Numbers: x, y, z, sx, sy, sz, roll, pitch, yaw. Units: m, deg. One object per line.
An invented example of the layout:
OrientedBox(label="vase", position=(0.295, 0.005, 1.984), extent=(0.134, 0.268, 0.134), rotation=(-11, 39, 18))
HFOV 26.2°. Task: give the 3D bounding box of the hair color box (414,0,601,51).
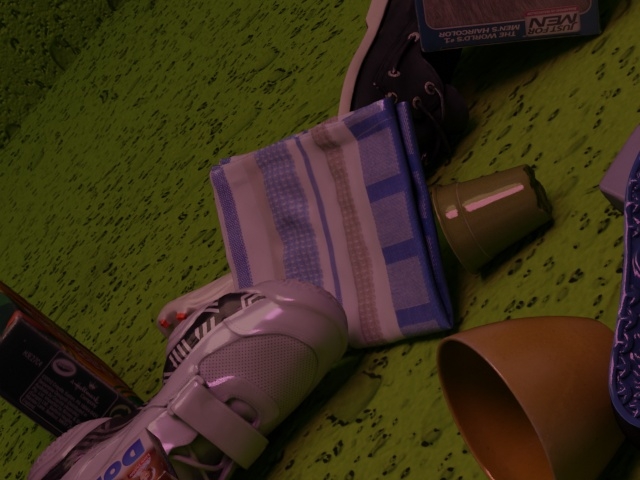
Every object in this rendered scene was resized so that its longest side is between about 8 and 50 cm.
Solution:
OrientedBox(label="hair color box", position=(0.183, -0.327, 1.397), extent=(0.174, 0.105, 0.347), rotation=(-5, 37, 9))

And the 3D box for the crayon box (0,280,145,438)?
OrientedBox(label="crayon box", position=(-0.310, 0.134, 1.519), extent=(0.081, 0.202, 0.318), rotation=(-51, 24, -7))

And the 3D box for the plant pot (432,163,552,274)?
OrientedBox(label="plant pot", position=(0.147, -0.025, 1.143), extent=(0.079, 0.083, 0.083), rotation=(-25, 31, 18))

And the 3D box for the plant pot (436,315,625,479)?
OrientedBox(label="plant pot", position=(0.152, 0.102, 0.895), extent=(0.095, 0.134, 0.134), rotation=(-26, 19, -16))

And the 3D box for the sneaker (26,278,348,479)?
OrientedBox(label="sneaker", position=(-0.110, 0.201, 1.173), extent=(0.366, 0.137, 0.210), rotation=(-39, 32, 17))

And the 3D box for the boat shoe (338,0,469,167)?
OrientedBox(label="boat shoe", position=(0.092, -0.135, 1.352), extent=(0.113, 0.127, 0.340), rotation=(1, 40, 14))

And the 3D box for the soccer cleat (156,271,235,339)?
OrientedBox(label="soccer cleat", position=(-0.087, 0.061, 1.424), extent=(0.196, 0.068, 0.076), rotation=(-20, 31, 35))

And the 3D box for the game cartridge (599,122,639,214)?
OrientedBox(label="game cartridge", position=(0.337, -0.117, 0.966), extent=(0.297, 0.062, 0.198), rotation=(-48, 17, 2))

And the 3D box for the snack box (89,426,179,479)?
OrientedBox(label="snack box", position=(-0.187, 0.229, 1.081), extent=(0.178, 0.022, 0.064), rotation=(-44, 34, 3))

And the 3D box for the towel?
OrientedBox(label="towel", position=(0.000, 0.000, 1.237), extent=(0.034, 0.209, 0.285), rotation=(-10, -3, -38))

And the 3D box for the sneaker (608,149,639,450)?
OrientedBox(label="sneaker", position=(0.224, 0.021, 0.850), extent=(0.081, 0.090, 0.232), rotation=(12, 70, 21))
